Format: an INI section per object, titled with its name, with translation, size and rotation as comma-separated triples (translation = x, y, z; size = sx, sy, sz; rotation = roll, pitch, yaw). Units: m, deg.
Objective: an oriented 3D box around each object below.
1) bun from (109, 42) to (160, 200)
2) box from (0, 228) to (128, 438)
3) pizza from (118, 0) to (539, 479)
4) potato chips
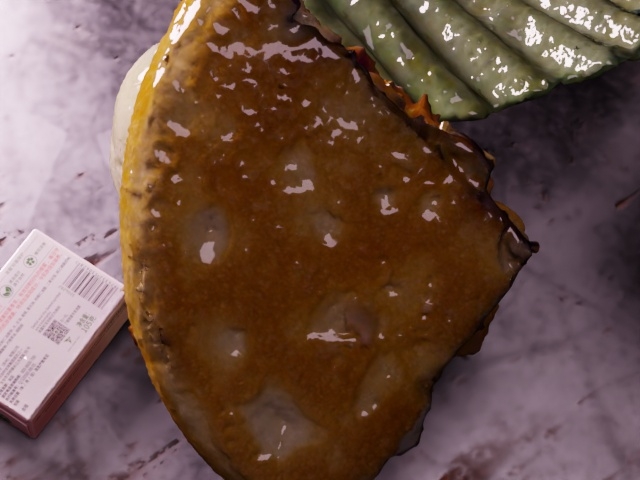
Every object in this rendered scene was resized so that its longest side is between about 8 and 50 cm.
[bun]
translation = -0.046, -0.070, 1.297
size = 0.237, 0.116, 0.210
rotation = 40, 70, 12
[box]
translation = -0.205, 0.067, 1.263
size = 0.089, 0.043, 0.125
rotation = 33, 67, 11
[pizza]
translation = 0.000, 0.000, 1.180
size = 0.277, 0.114, 0.409
rotation = -15, 104, -6
[potato chips]
translation = 0.075, -0.234, 1.332
size = 0.389, 0.097, 0.373
rotation = 33, 47, 7
